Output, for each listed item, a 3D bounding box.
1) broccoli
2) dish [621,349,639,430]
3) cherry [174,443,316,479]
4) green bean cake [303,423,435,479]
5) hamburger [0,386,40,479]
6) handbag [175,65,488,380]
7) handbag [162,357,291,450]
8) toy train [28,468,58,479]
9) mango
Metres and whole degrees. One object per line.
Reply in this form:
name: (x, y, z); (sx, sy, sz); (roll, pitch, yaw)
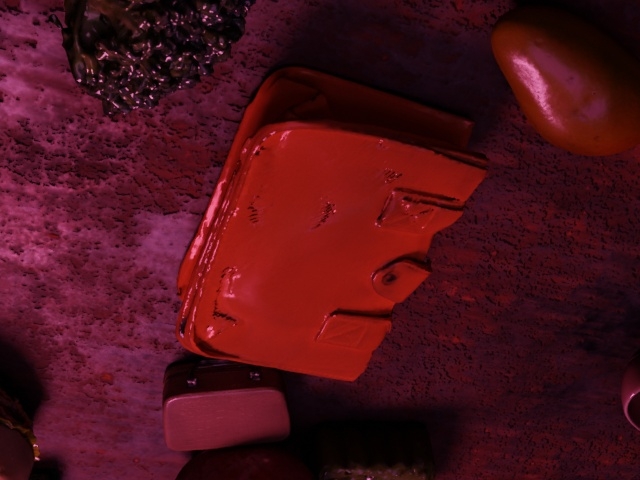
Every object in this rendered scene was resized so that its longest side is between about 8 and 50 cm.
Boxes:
broccoli: (-0.181, -0.263, 0.943); (0.288, 0.248, 0.245); (-37, 90, 33)
dish: (0.570, 0.212, 1.507); (0.213, 0.090, 0.213); (-5, 133, -6)
cherry: (-0.131, 0.434, 1.482); (0.285, 0.236, 0.213); (-30, 169, 32)
green bean cake: (0.078, 0.397, 1.570); (0.214, 0.113, 0.200); (0, 131, -8)
hamburger: (-0.547, 0.304, 1.350); (0.300, 0.176, 0.300); (-5, 132, -6)
handbag: (0.000, 0.000, 1.218); (0.303, 0.116, 0.410); (13, 128, -19)
handbag: (-0.144, 0.243, 1.433); (0.193, 0.072, 0.151); (-5, 131, -2)
toy train: (-0.536, 0.455, 1.530); (0.269, 0.115, 0.154); (-4, 122, -5)
mango: (0.292, -0.182, 1.109); (0.253, 0.113, 0.138); (29, 120, -27)
